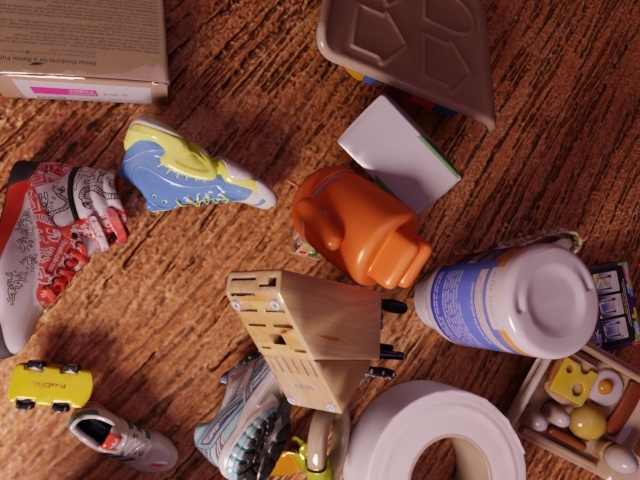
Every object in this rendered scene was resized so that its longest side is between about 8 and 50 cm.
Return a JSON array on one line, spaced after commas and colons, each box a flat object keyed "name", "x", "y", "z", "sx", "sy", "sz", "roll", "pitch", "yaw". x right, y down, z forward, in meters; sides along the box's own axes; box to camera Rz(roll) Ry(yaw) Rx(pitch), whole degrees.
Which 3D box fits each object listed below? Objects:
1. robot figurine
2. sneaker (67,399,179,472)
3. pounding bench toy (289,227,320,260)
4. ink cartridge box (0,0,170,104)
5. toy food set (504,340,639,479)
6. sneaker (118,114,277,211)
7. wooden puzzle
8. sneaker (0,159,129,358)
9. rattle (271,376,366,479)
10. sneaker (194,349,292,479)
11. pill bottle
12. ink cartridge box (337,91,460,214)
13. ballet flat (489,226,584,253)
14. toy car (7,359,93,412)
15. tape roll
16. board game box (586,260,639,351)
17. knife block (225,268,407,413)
[{"name": "robot figurine", "x": 0.046, "y": -0.024, "z": 0.628, "sx": 0.158, "sy": 0.128, "sz": 0.219, "roll": -33, "pitch": 54, "yaw": -27}, {"name": "sneaker", "x": -0.269, "y": 0.276, "z": 0.611, "sx": 0.161, "sy": 0.075, "sz": 0.057, "roll": 35, "pitch": 74, "yaw": -10}, {"name": "pounding bench toy", "x": 0.000, "y": 0.000, "z": 0.735, "sx": 0.083, "sy": 0.065, "sz": 0.052, "roll": 15, "pitch": 65, "yaw": -15}, {"name": "ink cartridge box", "x": -0.346, "y": -0.308, "z": 0.658, "sx": 0.235, "sy": 0.088, "sz": 0.193, "roll": -2, "pitch": 85, "yaw": -18}, {"name": "toy food set", "x": 0.497, "y": 0.308, "z": 0.814, "sx": 0.306, "sy": 0.092, "sz": 0.219, "roll": 29, "pitch": 89, "yaw": -13}, {"name": "sneaker", "x": -0.192, "y": -0.083, "z": 0.690, "sx": 0.240, "sy": 0.091, "sz": 0.126, "roll": 29, "pitch": 94, "yaw": -12}, {"name": "wooden puzzle", "x": 0.155, "y": -0.363, "z": 0.797, "sx": 0.348, "sy": 0.080, "sz": 0.321, "roll": 19, "pitch": 60, "yaw": -19}, {"name": "sneaker", "x": -0.333, "y": 0.014, "z": 0.591, "sx": 0.145, "sy": 0.090, "sz": 0.269, "roll": 1, "pitch": 62, "yaw": -19}, {"name": "rattle", "x": -0.014, "y": 0.273, "z": 0.717, "sx": 0.130, "sy": 0.143, "sz": 0.199, "roll": 36, "pitch": 54, "yaw": -43}, {"name": "sneaker", "x": -0.080, "y": 0.197, "z": 0.665, "sx": 0.283, "sy": 0.122, "sz": 0.110, "roll": -54, "pitch": 143, "yaw": -35}, {"name": "pill bottle", "x": 0.259, "y": 0.092, "z": 0.697, "sx": 0.153, "sy": 0.272, "sz": 0.152, "roll": 2, "pitch": 83, "yaw": -17}, {"name": "ink cartridge box", "x": 0.122, "y": -0.147, "z": 0.714, "sx": 0.160, "sy": 0.219, "sz": 0.092, "roll": 44, "pitch": 109, "yaw": -7}, {"name": "ballet flat", "x": 0.396, "y": 0.029, "z": 0.852, "sx": 0.241, "sy": 0.077, "sz": 0.091, "roll": -25, "pitch": 92, "yaw": -18}, {"name": "toy car", "x": -0.451, "y": 0.190, "z": 0.578, "sx": 0.239, "sy": 0.053, "sz": 0.225, "roll": 45, "pitch": 73, "yaw": -7}, {"name": "tape roll", "x": 0.186, "y": 0.377, "z": 0.729, "sx": 0.287, "sy": 0.100, "sz": 0.285, "roll": 2, "pitch": 81, "yaw": -17}, {"name": "board game box", "x": 0.561, "y": 0.133, "z": 0.905, "sx": 0.141, "sy": 0.048, "sz": 0.170, "roll": -6, "pitch": 85, "yaw": -16}, {"name": "knife block", "x": 0.025, "y": 0.096, "z": 0.622, "sx": 0.242, "sy": 0.088, "sz": 0.275, "roll": -49, "pitch": 123, "yaw": -44}]
